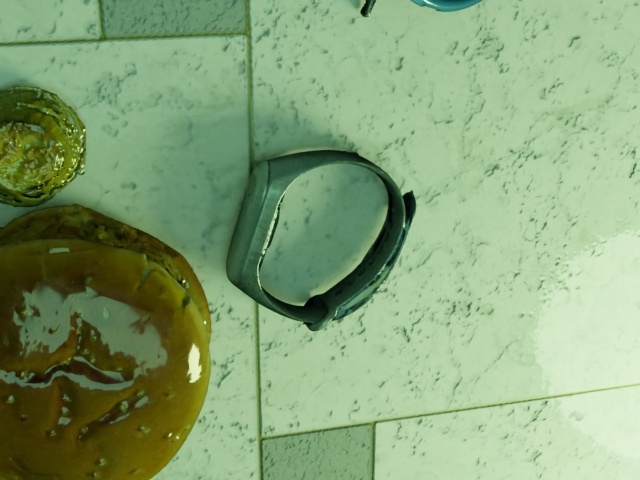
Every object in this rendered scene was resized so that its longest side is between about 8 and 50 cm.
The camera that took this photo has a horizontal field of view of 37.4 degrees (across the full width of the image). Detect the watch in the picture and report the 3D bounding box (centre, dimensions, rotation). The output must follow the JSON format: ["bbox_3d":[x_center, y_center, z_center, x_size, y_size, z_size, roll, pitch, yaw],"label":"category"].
[{"bbox_3d":[0.000,0.000,1.063,0.193,0.068,0.206,12,106,-19],"label":"watch"}]

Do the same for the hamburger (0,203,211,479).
[{"bbox_3d":[-0.263,0.130,0.988,0.289,0.170,0.314,14,109,-14],"label":"hamburger"}]

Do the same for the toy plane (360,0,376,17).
[{"bbox_3d":[0.062,-0.329,0.955,0.078,0.053,0.197,17,107,-34],"label":"toy plane"}]

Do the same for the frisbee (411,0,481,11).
[{"bbox_3d":[0.144,-0.350,0.943,0.242,0.045,0.242,-24,132,-30],"label":"frisbee"}]

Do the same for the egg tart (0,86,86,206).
[{"bbox_3d":[-0.297,-0.091,0.951,0.130,0.052,0.130,-5,110,-14],"label":"egg tart"}]
